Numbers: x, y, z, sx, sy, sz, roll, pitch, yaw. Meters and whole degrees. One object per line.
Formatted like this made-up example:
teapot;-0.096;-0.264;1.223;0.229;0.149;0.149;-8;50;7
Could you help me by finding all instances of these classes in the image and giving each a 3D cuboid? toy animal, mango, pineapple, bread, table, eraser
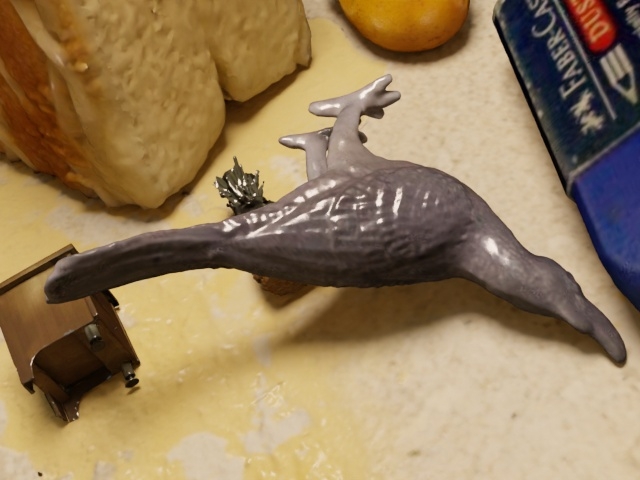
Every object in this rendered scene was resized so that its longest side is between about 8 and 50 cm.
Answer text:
toy animal;0.018;-0.025;0.650;0.367;0.081;0.205;6;50;-5
mango;0.071;-0.235;0.865;0.115;0.089;0.165;-30;47;4
pineapple;-0.049;-0.012;0.727;0.058;0.058;0.124;-32;46;-11
bread;-0.235;-0.273;0.802;0.371;0.390;0.279;24;52;34
table;-0.177;0.069;0.677;0.070;0.083;0.082;-30;55;-6
eraser;0.227;-0.099;0.658;0.155;0.102;0.332;-39;39;29
